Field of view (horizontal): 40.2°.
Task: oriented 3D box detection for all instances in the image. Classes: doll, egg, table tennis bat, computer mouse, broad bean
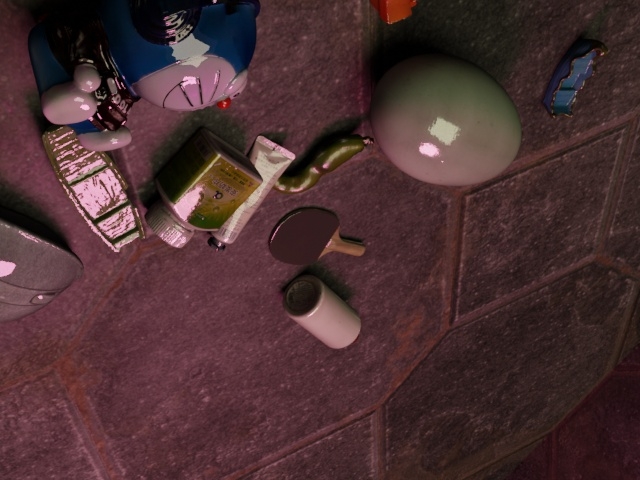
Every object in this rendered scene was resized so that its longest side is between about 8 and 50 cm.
[{"bbox_3d":[-0.229,-0.274,1.199,0.310,0.240,0.284,-21,-179,2],"label":"doll"},{"bbox_3d":[0.237,-0.212,1.599,0.371,0.230,0.230,14,120,-50],"label":"egg"},{"bbox_3d":[0.000,0.000,1.804,0.246,0.022,0.138,12,121,-42],"label":"table tennis bat"},{"bbox_3d":[-0.528,0.041,1.380,0.203,0.114,0.374,-44,142,8],"label":"computer mouse"},{"bbox_3d":[0.003,-0.147,1.635,0.213,0.048,0.070,-29,140,-5],"label":"broad bean"}]

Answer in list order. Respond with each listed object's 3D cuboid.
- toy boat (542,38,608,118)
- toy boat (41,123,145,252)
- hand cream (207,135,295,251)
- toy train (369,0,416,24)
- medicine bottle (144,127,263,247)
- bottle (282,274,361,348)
[{"bbox_3d":[0.533,-0.335,1.814,0.075,0.077,0.185,-5,132,-32],"label":"toy boat"},{"bbox_3d":[-0.367,-0.095,1.409,0.093,0.055,0.293,-29,141,-8],"label":"toy boat"},{"bbox_3d":[-0.137,-0.081,1.600,0.080,0.050,0.234,26,111,-22],"label":"hand cream"},{"bbox_3d":[0.152,-0.425,1.410,0.176,0.118,0.074,-23,142,-13],"label":"toy train"},{"bbox_3d":[-0.211,-0.083,1.510,0.188,0.088,0.132,-46,140,11],"label":"medicine bottle"},{"bbox_3d":[0.017,0.169,1.921,0.104,0.104,0.245,-41,141,5],"label":"bottle"}]
